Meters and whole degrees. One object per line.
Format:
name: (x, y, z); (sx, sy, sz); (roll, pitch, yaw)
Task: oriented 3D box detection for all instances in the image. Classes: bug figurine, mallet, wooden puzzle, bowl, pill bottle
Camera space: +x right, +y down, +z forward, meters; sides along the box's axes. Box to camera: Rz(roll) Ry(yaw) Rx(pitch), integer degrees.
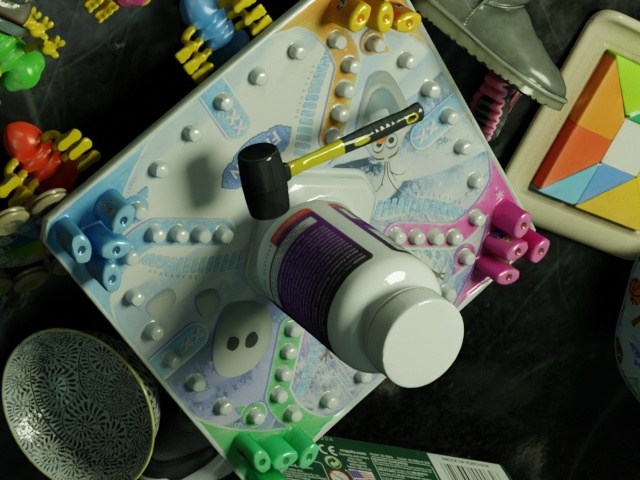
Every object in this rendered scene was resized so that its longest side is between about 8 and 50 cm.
bug figurine: (-0.188, -0.156, 1.359); (0.279, 0.072, 0.216); (-37, 134, -3)
mallet: (0.013, -0.070, 1.386); (0.189, 0.039, 0.062); (-19, 119, -29)
wooden puzzle: (0.310, -0.097, 1.626); (0.221, 0.044, 0.239); (19, 112, -31)
bowl: (-0.213, 0.149, 1.525); (0.170, 0.080, 0.170); (9, 113, 23)
pill bottle: (0.035, 0.047, 1.351); (0.108, 0.193, 0.108); (-14, 119, -27)

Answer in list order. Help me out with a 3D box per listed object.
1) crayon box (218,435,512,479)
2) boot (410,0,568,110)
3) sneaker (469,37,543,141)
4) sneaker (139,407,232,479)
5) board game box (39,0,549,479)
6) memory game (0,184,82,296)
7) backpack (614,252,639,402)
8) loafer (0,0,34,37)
crayon box: (0.006, 0.372, 1.760); (0.363, 0.106, 0.313); (13, 118, -29)
boot: (0.206, -0.247, 1.446); (0.189, 0.076, 0.208); (37, 98, -11)
sneaker: (0.184, -0.149, 1.544); (0.057, 0.047, 0.119); (-4, 124, -34)
sneaker: (-0.096, 0.125, 1.567); (0.268, 0.101, 0.153); (-38, 127, -4)
board game box: (0.000, 0.000, 1.463); (0.390, 0.050, 0.390); (-42, 127, -10)
memory game: (-0.248, 0.003, 1.412); (0.186, 0.012, 0.186); (-26, 161, -9)
backpack: (0.443, 0.114, 1.690); (0.213, 0.276, 0.263); (-15, 134, -16)
loafer: (-0.329, -0.249, 1.201); (0.267, 0.096, 0.084); (28, 93, -14)
